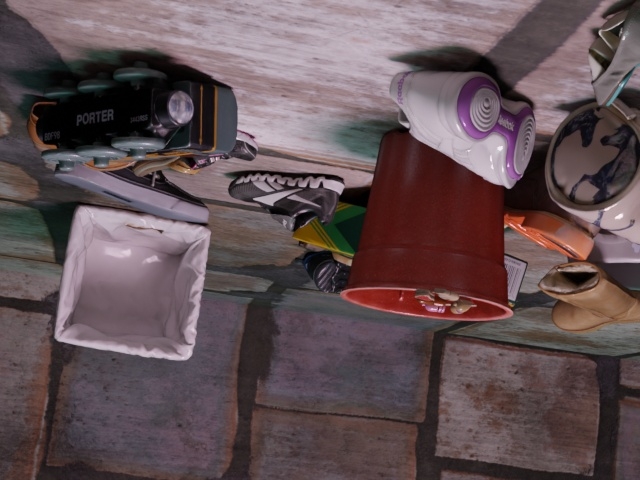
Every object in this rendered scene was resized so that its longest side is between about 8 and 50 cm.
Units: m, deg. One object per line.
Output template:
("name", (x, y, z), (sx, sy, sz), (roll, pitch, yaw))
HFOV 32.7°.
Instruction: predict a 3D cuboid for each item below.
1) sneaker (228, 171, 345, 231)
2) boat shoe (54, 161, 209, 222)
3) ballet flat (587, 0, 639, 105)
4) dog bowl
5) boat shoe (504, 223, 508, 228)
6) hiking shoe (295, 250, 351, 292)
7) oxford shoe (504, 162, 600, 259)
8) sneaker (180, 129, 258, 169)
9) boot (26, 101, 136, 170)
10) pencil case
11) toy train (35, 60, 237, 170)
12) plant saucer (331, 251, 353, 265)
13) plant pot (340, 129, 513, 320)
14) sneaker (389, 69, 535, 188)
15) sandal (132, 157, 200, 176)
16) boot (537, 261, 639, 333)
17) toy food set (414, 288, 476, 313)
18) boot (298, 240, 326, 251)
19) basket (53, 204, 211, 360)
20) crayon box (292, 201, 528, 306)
("sneaker", (-0.072, -0.070, 2.065), (0.234, 0.106, 0.078), (3, 167, 19))
("boat shoe", (-0.334, -0.117, 2.007), (0.306, 0.105, 0.113), (20, 168, -25))
("ballet flat", (0.343, -0.218, 1.244), (0.068, 0.072, 0.213), (34, 168, 3))
("dog bowl", (0.641, 0.026, 2.119), (0.348, 0.102, 0.349), (7, 168, 2))
("boat shoe", (0.263, -0.056, 2.048), (0.190, 0.068, 0.072), (3, 156, 19))
("hiking shoe", (0.098, 0.064, 2.701), (0.304, 0.113, 0.132), (7, -160, -33))
("oxford shoe", (0.374, -0.065, 1.793), (0.130, 0.133, 0.363), (30, -178, -17))
("sneaker", (-0.193, -0.151, 1.821), (0.178, 0.077, 0.072), (12, 169, -25))
("boot", (-0.395, -0.178, 1.837), (0.197, 0.073, 0.152), (4, 163, -11))
("pencil case", (0.503, -0.074, 1.578), (0.410, 0.184, 0.160), (17, -162, -39))
("toy train", (-0.281, -0.175, 1.641), (0.334, 0.142, 0.190), (-4, 174, 42))
("plant saucer", (0.060, 0.043, 2.283), (0.083, 0.015, 0.083), (21, -178, -1))
("plant pot", (0.181, -0.026, 1.733), (0.272, 0.265, 0.272), (7, 169, 1))
("sneaker", (0.201, -0.165, 1.509), (0.152, 0.114, 0.305), (16, 171, 33))
("sandal", (-0.243, -0.135, 1.919), (0.180, 0.049, 0.072), (-16, 174, 10))
("boot", (0.508, 0.109, 2.159), (0.236, 0.089, 0.269), (-16, 156, 38))
("toy food set", (0.176, 0.091, 1.589), (0.078, 0.019, 0.122), (-1, 166, 35))
("boot", (0.000, 0.000, 2.545), (0.086, 0.042, 0.118), (3, 171, -12))
("basket", (-0.460, 0.113, 2.643), (0.328, 0.331, 0.266), (10, 170, -12))
("crayon box", (0.181, 0.018, 2.191), (0.363, 0.106, 0.313), (19, 179, -44))
